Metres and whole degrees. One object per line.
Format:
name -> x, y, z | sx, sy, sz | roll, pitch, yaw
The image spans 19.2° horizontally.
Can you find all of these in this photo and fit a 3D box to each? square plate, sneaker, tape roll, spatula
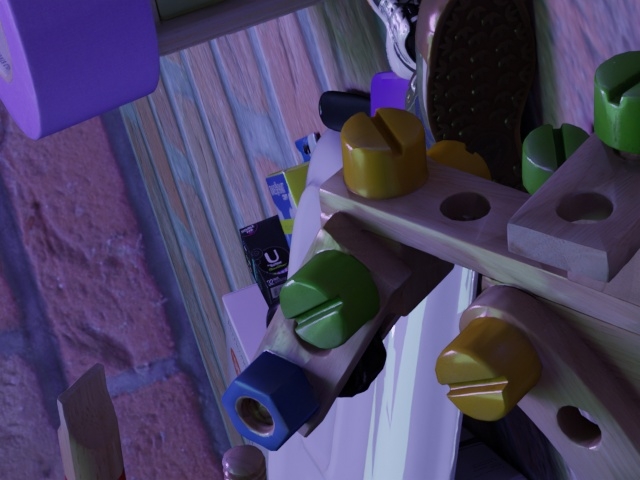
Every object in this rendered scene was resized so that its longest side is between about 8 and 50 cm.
square plate -> 0.022, 0.108, 1.320 | 0.347, 0.049, 0.344 | -134, 49, -71
sneaker -> 0.052, -0.136, 1.119 | 0.037, 0.032, 0.083 | 10, 125, 63
tape roll -> -0.203, -0.209, 1.257 | 0.275, 0.090, 0.275 | 59, 165, 26
spatula -> 0.037, -0.079, 1.283 | 0.296, 0.030, 0.084 | -145, 49, -77
sneaker -> 0.070, -0.078, 0.999 | 0.086, 0.064, 0.192 | 54, 164, 45

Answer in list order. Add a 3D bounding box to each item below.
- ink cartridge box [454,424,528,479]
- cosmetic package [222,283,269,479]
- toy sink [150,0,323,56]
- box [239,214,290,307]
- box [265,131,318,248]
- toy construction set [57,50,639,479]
ink cartridge box -> 0.097, 0.227, 1.380 | 0.219, 0.092, 0.160 | -146, 37, -75
cosmetic package -> 0.006, 0.259, 1.961 | 0.284, 0.097, 0.377 | 95, 154, -62
toy sink -> -0.076, -0.219, 1.285 | 0.131, 0.153, 0.234 | -121, 16, -49
box -> -0.033, 0.022, 1.792 | 0.052, 0.062, 0.083 | 79, 167, -48
box -> 0.000, 0.000, 1.627 | 0.109, 0.042, 0.178 | 174, 76, -80
toy construction set -> 0.044, 0.027, 0.741 | 0.257, 0.309, 0.237 | 51, 155, 40
